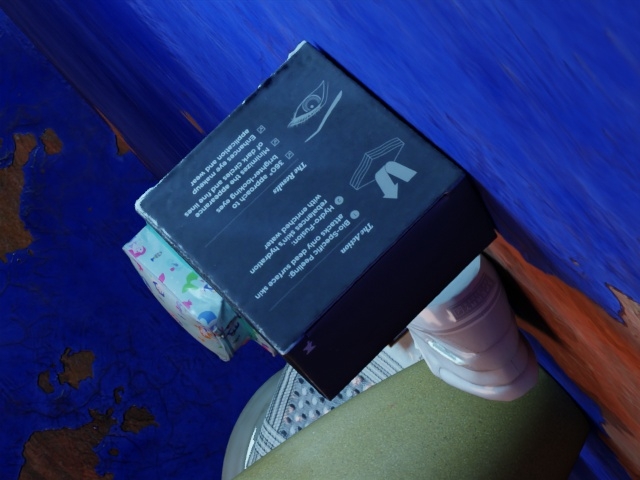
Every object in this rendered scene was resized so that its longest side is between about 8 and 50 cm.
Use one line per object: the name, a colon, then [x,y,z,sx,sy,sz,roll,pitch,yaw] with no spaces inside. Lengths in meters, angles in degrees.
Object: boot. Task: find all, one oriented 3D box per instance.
boot: [0.061,0.039,1.354,0.258,0.095,0.123,37,162,55]

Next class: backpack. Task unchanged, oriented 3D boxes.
backpack: [-0.116,0.039,2.342,0.225,0.191,0.253,42,178,31]

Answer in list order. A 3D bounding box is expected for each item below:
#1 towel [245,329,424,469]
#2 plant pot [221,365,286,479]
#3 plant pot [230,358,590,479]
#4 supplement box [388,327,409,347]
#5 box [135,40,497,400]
towel: [0.064,0.219,1.802,0.056,0.312,0.324,-6,-142,-46]
plant pot: [0.090,0.273,2.028,0.323,0.323,0.280,48,157,-13]
plant pot: [0.092,0.202,1.483,0.237,0.254,0.237,47,175,5]
supplement box: [0.056,0.053,1.742,0.083,0.055,0.043,42,172,34]
box: [-0.002,-0.013,1.150,0.158,0.156,0.093,43,174,31]
